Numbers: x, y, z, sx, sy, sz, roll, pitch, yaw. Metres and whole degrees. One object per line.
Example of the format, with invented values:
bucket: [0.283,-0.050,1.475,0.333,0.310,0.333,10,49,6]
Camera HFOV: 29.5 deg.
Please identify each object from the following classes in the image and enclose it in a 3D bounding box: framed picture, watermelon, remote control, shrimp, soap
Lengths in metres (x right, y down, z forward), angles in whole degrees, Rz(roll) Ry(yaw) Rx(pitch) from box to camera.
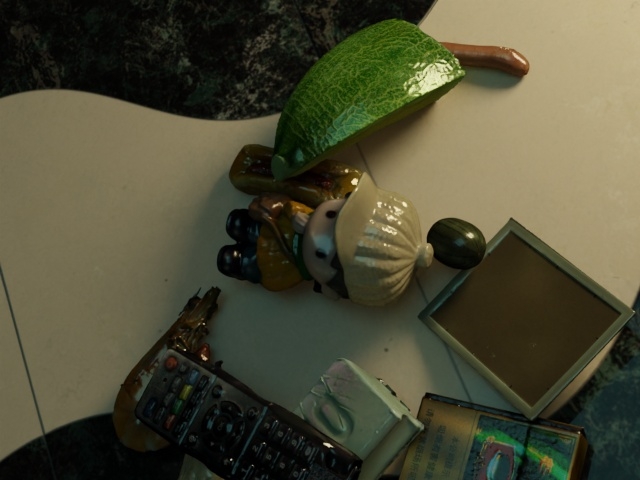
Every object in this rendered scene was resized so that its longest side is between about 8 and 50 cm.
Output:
framed picture: [0.292,0.110,1.765,0.217,0.017,0.274,-44,47,-1]
watermelon: [0.203,0.004,1.832,0.078,0.078,0.110,-53,29,-5]
remote control: [-0.104,0.279,1.743,0.398,0.062,0.145,26,85,38]
shrimp: [-0.221,0.205,1.913,0.152,0.063,0.287,28,81,38]
soap: [0.005,0.308,1.751,0.261,0.094,0.150,-50,46,5]

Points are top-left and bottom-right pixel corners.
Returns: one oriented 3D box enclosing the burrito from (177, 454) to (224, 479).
burrito: [-0.194,0.434,1.815,0.117,0.076,0.392,5,71,32]

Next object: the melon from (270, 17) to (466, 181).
melon: [0.051,-0.215,1.909,0.323,0.124,0.196,-37,52,-19]

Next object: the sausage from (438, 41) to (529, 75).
sausage: [0.246,-0.295,1.958,0.186,0.043,0.043,9,73,23]

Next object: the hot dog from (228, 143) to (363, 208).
hot dog: [-0.043,-0.103,1.972,0.242,0.073,0.084,15,81,24]

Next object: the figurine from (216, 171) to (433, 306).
figurine: [0.013,0.010,1.876,0.332,0.204,0.185,-8,66,48]

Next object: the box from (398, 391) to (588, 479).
box: [0.240,0.320,1.707,0.240,0.071,0.159,10,70,24]
